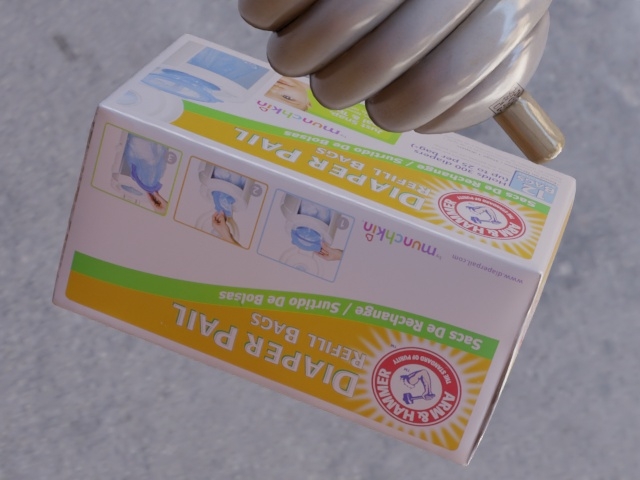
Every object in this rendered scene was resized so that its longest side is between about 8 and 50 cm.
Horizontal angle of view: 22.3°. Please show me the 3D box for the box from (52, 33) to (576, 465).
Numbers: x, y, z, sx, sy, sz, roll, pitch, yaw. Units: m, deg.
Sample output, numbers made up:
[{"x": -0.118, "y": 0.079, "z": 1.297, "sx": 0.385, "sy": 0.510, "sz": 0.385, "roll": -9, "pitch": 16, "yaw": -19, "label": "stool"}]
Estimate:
[{"x": 0.000, "y": 0.000, "z": 0.737, "sx": 0.203, "sy": 0.103, "sz": 0.114, "roll": 21, "pitch": 27, "yaw": 6, "label": "box"}]

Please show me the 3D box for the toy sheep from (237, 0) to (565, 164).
[{"x": 0.020, "y": -0.072, "z": 0.437, "sx": 0.132, "sy": 0.091, "sz": 0.091, "roll": 42, "pitch": 53, "yaw": -9, "label": "toy sheep"}]
